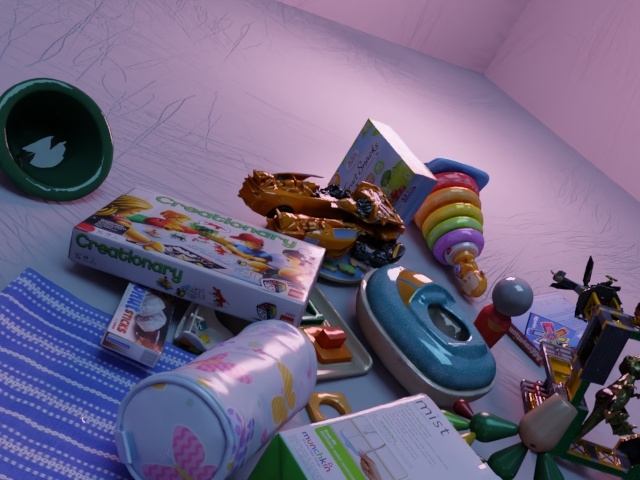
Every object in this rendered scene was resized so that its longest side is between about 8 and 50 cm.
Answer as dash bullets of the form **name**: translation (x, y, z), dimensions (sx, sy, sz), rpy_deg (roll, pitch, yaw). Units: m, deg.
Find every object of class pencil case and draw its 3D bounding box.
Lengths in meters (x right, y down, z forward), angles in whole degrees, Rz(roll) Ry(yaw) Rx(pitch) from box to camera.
- **pencil case**: translation (-0.093, 0.158, 0.685), dimensions (0.124, 0.113, 0.273), rpy_deg (3, 5, 15)

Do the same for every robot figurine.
- **robot figurine**: translation (0.019, -0.041, 1.122), dimensions (0.291, 0.085, 0.211), rpy_deg (1, 43, -35)

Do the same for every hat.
- **hat**: translation (-0.438, -0.146, 1.024), dimensions (0.173, 0.184, 0.208), rpy_deg (-8, 86, -39)

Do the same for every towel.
- **towel**: translation (-0.258, 0.145, 0.645), dimensions (0.243, 0.040, 0.336), rpy_deg (28, 19, -6)

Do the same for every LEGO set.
- **LEGO set**: translation (0.450, 0.197, 1.015), dimensions (0.255, 0.331, 0.192), rpy_deg (9, 26, 5)

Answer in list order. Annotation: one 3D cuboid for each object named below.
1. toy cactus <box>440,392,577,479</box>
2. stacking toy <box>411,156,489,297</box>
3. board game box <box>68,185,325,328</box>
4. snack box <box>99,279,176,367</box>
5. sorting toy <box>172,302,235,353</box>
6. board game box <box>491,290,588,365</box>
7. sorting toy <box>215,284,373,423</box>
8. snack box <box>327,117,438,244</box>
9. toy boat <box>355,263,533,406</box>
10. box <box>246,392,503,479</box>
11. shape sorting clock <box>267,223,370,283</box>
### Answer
- **toy cactus**: translation (0.249, 0.268, 0.835), dimensions (0.219, 0.180, 0.112), rpy_deg (43, 10, 15)
- **stacking toy**: translation (0.276, -0.008, 1.360), dimensions (0.166, 0.175, 0.301), rpy_deg (14, 46, -26)
- **board game box**: translation (-0.155, 0.019, 0.912), dimensions (0.305, 0.053, 0.193), rpy_deg (18, 22, 1)
- **snack box**: translation (-0.212, 0.092, 0.792), dimensions (0.064, 0.022, 0.178), rpy_deg (27, 12, -13)
- **sorting toy**: translation (-0.143, 0.122, 0.843), dimensions (0.075, 0.045, 0.083), rpy_deg (32, 24, -14)
- **board game box**: translation (0.461, 0.169, 1.335), dimensions (0.281, 0.027, 0.145), rpy_deg (-2, 40, -45)
- **sorting toy**: translation (-0.034, 0.120, 0.937), dimensions (0.196, 0.047, 0.347), rpy_deg (0, 40, -43)
- **snack box**: translation (0.117, -0.115, 1.325), dimensions (0.070, 0.174, 0.207), rpy_deg (13, 31, -35)
- **toy boat**: translation (0.208, 0.123, 1.049), dimensions (0.318, 0.148, 0.267), rpy_deg (1, 39, -42)
- **box**: translation (0.085, 0.303, 0.661), dimensions (0.231, 0.126, 0.262), rpy_deg (-1, 41, -44)
- **shape sorting clock**: translation (0.000, 0.000, 1.171), dimensions (0.206, 0.040, 0.206), rpy_deg (22, 29, -13)
